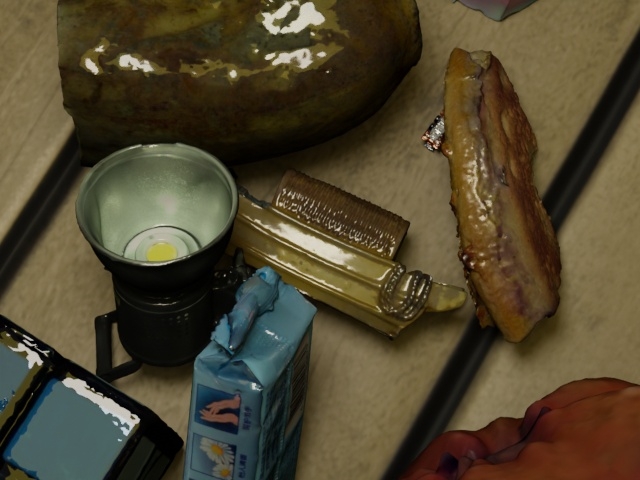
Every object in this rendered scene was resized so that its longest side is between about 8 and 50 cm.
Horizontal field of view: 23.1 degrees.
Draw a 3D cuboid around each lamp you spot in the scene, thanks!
[{"bbox_3d":[-0.139,0.034,1.483,0.172,0.227,0.147,-6,51,-5],"label":"lamp"}]

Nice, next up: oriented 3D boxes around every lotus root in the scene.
[{"bbox_3d":[-0.079,-0.190,1.527,0.346,0.250,0.250,-10,77,-2],"label":"lotus root"}]

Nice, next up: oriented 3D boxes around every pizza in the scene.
[{"bbox_3d":[0.168,-0.046,1.555,0.086,0.161,0.305,-17,74,26],"label":"pizza"}]

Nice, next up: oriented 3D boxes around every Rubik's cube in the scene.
[{"bbox_3d":[-0.319,0.215,1.414,0.283,0.293,0.288,31,77,4],"label":"Rubik's cube"}]

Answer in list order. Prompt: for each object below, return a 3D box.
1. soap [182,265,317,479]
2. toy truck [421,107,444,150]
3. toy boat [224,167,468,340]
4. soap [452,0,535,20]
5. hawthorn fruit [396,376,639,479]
[{"bbox_3d":[-0.068,0.175,1.433,0.077,0.156,0.293,15,118,13],"label":"soap"},{"bbox_3d":[0.137,-0.129,1.623,0.024,0.032,0.083,36,82,11],"label":"toy truck"},{"bbox_3d":[0.000,0.000,1.561,0.310,0.089,0.115,27,89,6],"label":"toy boat"},{"bbox_3d":[0.202,-0.307,1.651,0.100,0.056,0.149,29,78,9],"label":"soap"},{"bbox_3d":[0.243,0.344,1.312,0.472,0.472,0.471,0,77,0],"label":"hawthorn fruit"}]
